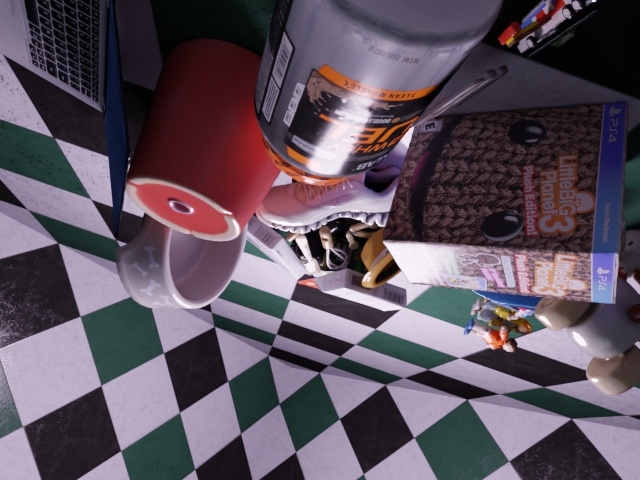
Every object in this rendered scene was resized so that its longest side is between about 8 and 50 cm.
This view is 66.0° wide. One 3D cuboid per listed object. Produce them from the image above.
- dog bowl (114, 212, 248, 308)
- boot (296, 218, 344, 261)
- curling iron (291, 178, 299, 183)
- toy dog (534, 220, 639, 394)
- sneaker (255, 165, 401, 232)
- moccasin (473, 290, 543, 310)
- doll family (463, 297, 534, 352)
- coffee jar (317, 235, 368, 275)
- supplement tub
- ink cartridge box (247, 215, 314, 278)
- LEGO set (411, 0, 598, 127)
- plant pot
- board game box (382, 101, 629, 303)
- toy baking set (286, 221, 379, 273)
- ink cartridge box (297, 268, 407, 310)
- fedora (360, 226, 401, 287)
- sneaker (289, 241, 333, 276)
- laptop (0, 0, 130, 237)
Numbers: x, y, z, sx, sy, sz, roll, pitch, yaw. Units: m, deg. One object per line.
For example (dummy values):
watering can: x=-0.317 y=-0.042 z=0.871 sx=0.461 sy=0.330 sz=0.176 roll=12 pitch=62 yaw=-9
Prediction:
dog bowl: x=-0.271 y=-0.014 z=1.050 sx=0.102 sy=0.348 sz=0.348 roll=12 pitch=156 yaw=20
boot: x=0.000 y=0.000 z=1.199 sx=0.121 sy=0.099 sz=0.045 roll=-6 pitch=148 yaw=44
curling iron: x=-0.117 y=-0.090 z=0.982 sx=0.274 sy=0.068 sz=0.035 roll=-16 pitch=160 yaw=-17
toy dog: x=0.469 y=0.063 z=0.750 sx=0.220 sy=0.333 sz=0.161 roll=31 pitch=145 yaw=-7
sneaker: x=0.022 y=-0.088 z=0.922 sx=0.292 sy=0.110 sz=0.118 roll=-6 pitch=151 yaw=-14
moccasin: x=0.428 y=0.092 z=0.998 sx=0.342 sy=0.137 sz=0.117 roll=25 pitch=-171 yaw=37
doll family: x=0.490 y=0.177 z=1.252 sx=0.163 sy=0.118 sz=0.262 roll=23 pitch=139 yaw=6
coffee jar: x=0.070 y=0.047 z=1.255 sx=0.185 sy=0.096 sz=0.079 roll=15 pitch=162 yaw=6
supplement tub: x=0.036 y=-0.208 z=0.584 sx=0.207 sy=0.207 sz=0.338 roll=22 pitch=157 yaw=-8
ink cartridge box: x=-0.135 y=0.010 z=1.277 sx=0.223 sy=0.045 sz=0.224 roll=35 pitch=169 yaw=35
LEGO set: x=0.210 y=-0.215 z=0.513 sx=0.244 sy=0.182 sz=0.060 roll=-31 pitch=93 yaw=38
plant pot: x=-0.185 y=-0.149 z=0.831 sx=0.275 sy=0.243 sz=0.275 roll=16 pitch=156 yaw=7
board game box: x=0.270 y=-0.056 z=0.716 sx=0.291 sy=0.232 sz=0.141 roll=3 pitch=152 yaw=30
toy baking set: x=0.027 y=-0.005 z=1.107 sx=0.256 sy=0.030 sz=0.197 roll=-37 pitch=130 yaw=26
ink cartridge box: x=0.073 y=0.136 z=1.248 sx=0.189 sy=0.066 sz=0.232 roll=20 pitch=154 yaw=-28
fedora: x=0.153 y=0.021 z=1.101 sx=0.079 sy=0.194 sz=0.194 roll=50 pitch=167 yaw=23
sneaker: x=0.002 y=0.054 z=1.357 sx=0.192 sy=0.064 sz=0.086 roll=23 pitch=161 yaw=-4
laptop: x=-0.438 y=-0.248 z=0.770 sx=0.408 sy=0.236 sz=0.382 roll=30 pitch=154 yaw=-14
